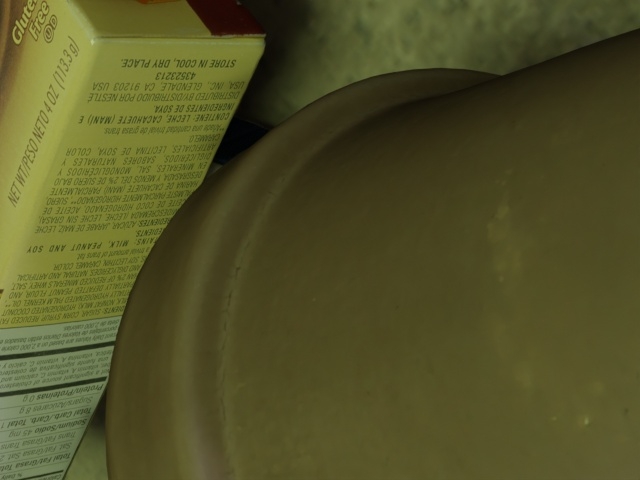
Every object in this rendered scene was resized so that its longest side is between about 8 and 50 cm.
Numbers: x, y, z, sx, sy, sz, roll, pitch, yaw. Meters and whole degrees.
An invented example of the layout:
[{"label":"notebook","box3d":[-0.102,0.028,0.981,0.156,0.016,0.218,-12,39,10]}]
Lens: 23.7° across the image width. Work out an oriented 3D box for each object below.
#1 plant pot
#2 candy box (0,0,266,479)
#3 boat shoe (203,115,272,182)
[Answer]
[{"label":"plant pot","box3d":[0.102,0.040,0.448,0.263,0.263,0.229,58,141,0]},{"label":"candy box","box3d":[-0.155,-0.022,0.699,0.183,0.087,0.316,55,133,33]},{"label":"boat shoe","box3d":[0.000,0.000,0.660,0.183,0.066,0.066,26,127,34]}]
